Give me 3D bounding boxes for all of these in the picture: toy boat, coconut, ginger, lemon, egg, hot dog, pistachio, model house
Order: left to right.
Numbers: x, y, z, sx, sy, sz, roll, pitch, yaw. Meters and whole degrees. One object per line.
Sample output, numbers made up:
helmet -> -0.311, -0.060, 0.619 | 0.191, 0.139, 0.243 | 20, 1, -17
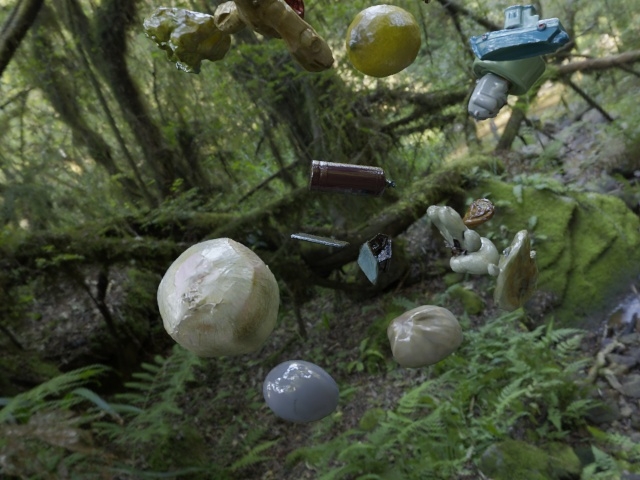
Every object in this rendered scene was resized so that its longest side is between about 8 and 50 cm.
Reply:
coconut -> -0.259, 0.142, 1.313 | 0.297, 0.254, 0.297 | -15, 49, 18
ginger -> -0.134, -0.569, 1.294 | 0.122, 0.363, 0.348 | -53, -10, -7
egg -> -0.045, 0.371, 1.285 | 0.146, 0.199, 0.146 | -162, 90, -72
model house -> 0.219, 0.048, 1.915 | 0.106, 0.165, 0.152 | 38, 51, 26
lemon -> 0.229, -0.712, 1.875 | 0.320, 0.245, 0.245 | -20, 8, -34
pistachio -> 0.372, 0.333, 1.809 | 0.332, 0.226, 0.208 | -1, 14, -41
hot dog -> 0.526, -0.084, 1.768 | 0.099, 0.065, 0.147 | -57, 3, -19
toy boat -> 0.434, -0.459, 1.154 | 0.215, 0.102, 0.088 | 1, -6, 39

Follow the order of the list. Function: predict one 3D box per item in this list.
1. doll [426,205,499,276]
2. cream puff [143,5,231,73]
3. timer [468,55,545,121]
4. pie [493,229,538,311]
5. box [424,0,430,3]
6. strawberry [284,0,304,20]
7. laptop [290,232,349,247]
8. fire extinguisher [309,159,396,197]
doll -> 0.427, 0.005, 1.615 | 0.149, 0.278, 0.175 | -37, 15, 24
cream puff -> -0.412, -0.611, 1.612 | 0.282, 0.185, 0.282 | 7, 22, -3
timer -> 0.741, -0.652, 2.212 | 0.315, 0.291, 0.291 | -60, 16, 3
pie -> 0.757, 0.130, 2.005 | 0.075, 0.337, 0.337 | 14, 44, 41
box -> 0.294, -0.908, 1.507 | 0.339, 0.229, 0.239 | -60, -8, -21
strawberry -> -0.145, -0.826, 1.612 | 0.149, 0.336, 0.265 | -44, 29, -16
laptop -> 0.000, 0.000, 1.767 | 0.180, 0.016, 0.129 | 11, 7, 14
fire extinguisher -> 0.128, -0.219, 1.917 | 0.337, 0.114, 0.135 | 5, 0, -6
